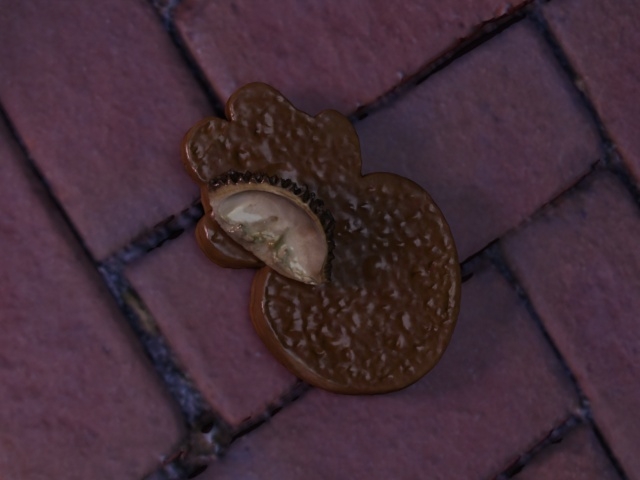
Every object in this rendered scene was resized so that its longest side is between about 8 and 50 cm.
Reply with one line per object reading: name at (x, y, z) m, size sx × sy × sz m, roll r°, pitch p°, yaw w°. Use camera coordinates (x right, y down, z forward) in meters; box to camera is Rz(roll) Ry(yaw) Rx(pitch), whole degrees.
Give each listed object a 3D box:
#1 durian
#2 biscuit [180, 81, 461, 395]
durian at (-0.031, -0.017, 1.332) m, size 0.130 × 0.052 × 0.066 m, roll 38°, pitch 71°, yaw -14°
biscuit at (0.000, 0.000, 1.392) m, size 0.288 × 0.044 × 0.202 m, roll 45°, pitch 67°, yaw -9°
